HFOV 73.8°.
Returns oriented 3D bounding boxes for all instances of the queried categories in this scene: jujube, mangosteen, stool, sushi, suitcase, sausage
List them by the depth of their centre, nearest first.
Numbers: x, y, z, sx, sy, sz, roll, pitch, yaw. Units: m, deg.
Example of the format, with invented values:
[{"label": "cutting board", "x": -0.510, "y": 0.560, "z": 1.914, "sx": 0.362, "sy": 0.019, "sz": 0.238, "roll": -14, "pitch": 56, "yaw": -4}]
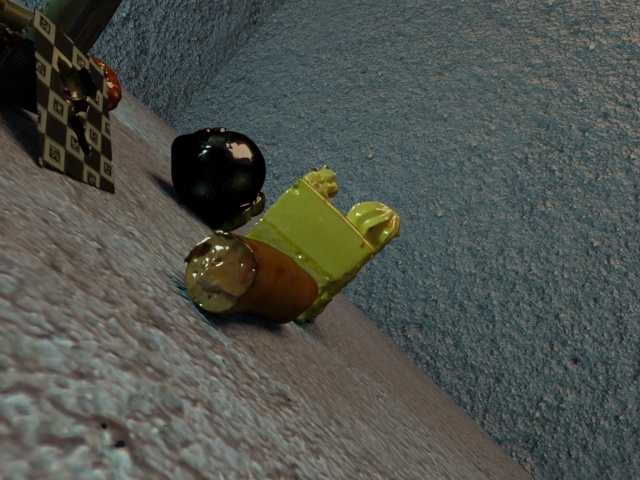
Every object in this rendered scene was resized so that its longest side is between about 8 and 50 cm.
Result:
[{"label": "suitcase", "x": -0.384, "y": -0.214, "z": 0.534, "sx": 0.059, "sy": 0.086, "sz": 0.126, "roll": 36, "pitch": 1, "yaw": 4}, {"label": "sushi", "x": -0.321, "y": -0.161, "z": 0.540, "sx": 0.139, "sy": 0.031, "sz": 0.200, "roll": 55, "pitch": 25, "yaw": -77}, {"label": "sausage", "x": -0.080, "y": 0.059, "z": 0.581, "sx": 0.109, "sy": 0.109, "sz": 0.270, "roll": 43, "pitch": 1, "yaw": 24}, {"label": "stool", "x": -0.503, "y": -0.462, "z": 0.756, "sx": 0.226, "sy": 0.310, "sz": 0.310, "roll": 35, "pitch": 3, "yaw": -29}, {"label": "mangosteen", "x": -0.226, "y": -0.141, "z": 0.975, "sx": 0.243, "sy": 0.243, "sz": 0.243, "roll": 43, "pitch": 0, "yaw": 0}, {"label": "jujube", "x": -0.572, "y": -0.396, "z": 1.089, "sx": 0.112, "sy": 0.109, "sz": 0.176, "roll": -6, "pitch": 45, "yaw": -38}]

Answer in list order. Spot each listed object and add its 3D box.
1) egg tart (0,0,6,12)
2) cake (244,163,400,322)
[{"label": "egg tart", "x": -0.489, "y": -0.348, "z": 0.392, "sx": 0.352, "sy": 0.150, "sz": 0.352, "roll": 43, "pitch": -3, "yaw": 2}, {"label": "cake", "x": 0.000, "y": 0.000, "z": 0.884, "sx": 0.227, "sy": 0.286, "sz": 0.222, "roll": 43, "pitch": 0, "yaw": 5}]
